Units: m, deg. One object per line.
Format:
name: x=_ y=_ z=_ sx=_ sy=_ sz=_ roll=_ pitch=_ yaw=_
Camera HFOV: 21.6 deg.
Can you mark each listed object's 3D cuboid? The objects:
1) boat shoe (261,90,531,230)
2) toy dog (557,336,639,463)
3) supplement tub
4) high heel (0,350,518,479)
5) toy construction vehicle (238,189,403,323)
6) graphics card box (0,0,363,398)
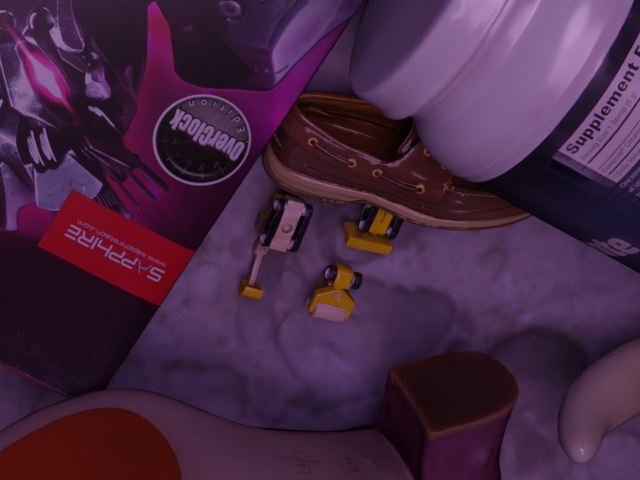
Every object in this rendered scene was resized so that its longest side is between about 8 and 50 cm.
boat shoe: x=0.056 y=-0.051 z=1.003 sx=0.178 sy=0.064 sz=0.060 roll=9 pitch=142 yaw=-8
toy dog: x=0.361 y=0.131 z=0.935 sx=0.395 sy=0.408 sz=0.284 roll=7 pitch=113 yaw=-9
supplement tub: x=0.173 y=-0.092 z=0.936 sx=0.272 sy=0.191 sz=0.191 roll=27 pitch=109 yaw=-16
high heel: x=-0.056 y=0.180 z=1.029 sx=0.377 sy=0.127 sz=0.181 roll=-7 pitch=135 yaw=-17
toy construction vehicle: x=0.000 y=0.000 z=1.051 sx=0.086 sy=0.035 sz=0.098 roll=11 pitch=115 yaw=-22
graphics card box: x=-0.137 y=-0.106 z=0.954 sx=0.233 sy=0.094 sz=0.371 roll=30 pitch=107 yaw=-18
